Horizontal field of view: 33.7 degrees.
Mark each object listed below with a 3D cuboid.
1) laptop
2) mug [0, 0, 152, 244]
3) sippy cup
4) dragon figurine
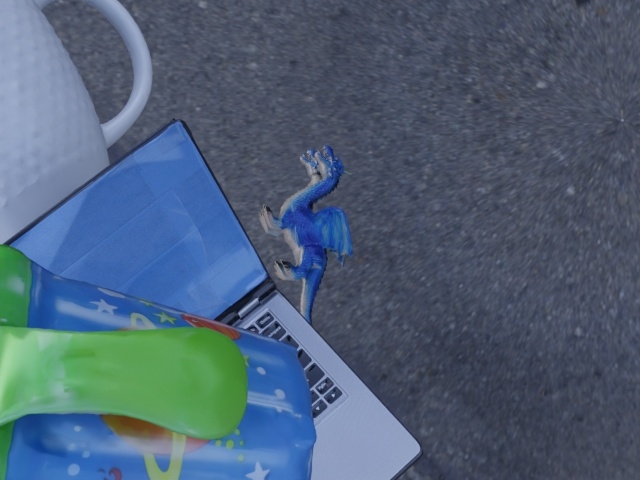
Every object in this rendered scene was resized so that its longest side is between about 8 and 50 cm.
[{"bbox_3d":[-0.154,0.171,1.085,0.382,0.236,0.408,-39,75,-15],"label":"laptop"},{"bbox_3d":[-0.380,-0.176,1.292,0.374,0.276,0.328,-37,97,-22],"label":"mug"},{"bbox_3d":[-0.131,0.135,0.692,0.224,0.305,0.240,10,99,-19],"label":"sippy cup"},{"bbox_3d":[0.000,0.000,1.554,0.144,0.085,0.289,-16,79,-12],"label":"dragon figurine"}]
